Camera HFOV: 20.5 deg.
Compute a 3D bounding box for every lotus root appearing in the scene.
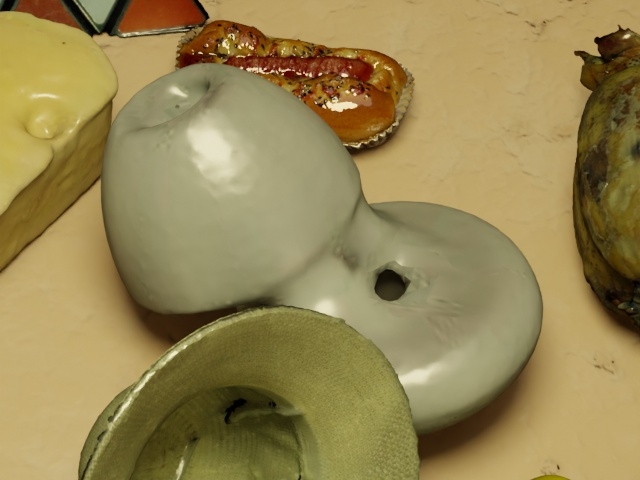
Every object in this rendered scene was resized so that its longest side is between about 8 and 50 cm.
[{"bbox_3d":[0.255,-0.055,1.317,0.154,0.154,0.278,1,48,-6],"label":"lotus root"}]

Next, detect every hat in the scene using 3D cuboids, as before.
[{"bbox_3d":[-0.073,0.153,1.107,0.257,0.257,0.130,-33,28,-28],"label":"hat"}]

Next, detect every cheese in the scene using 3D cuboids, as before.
[{"bbox_3d":[-0.347,-0.029,1.238,0.384,0.104,0.384,6,50,-7],"label":"cheese"}]

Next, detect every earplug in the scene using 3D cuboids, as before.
[{"bbox_3d":[-0.004,0.007,1.219,0.325,0.175,0.214,31,49,3],"label":"earplug"}]

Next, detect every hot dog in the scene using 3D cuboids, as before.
[{"bbox_3d":[-0.022,-0.124,1.398,0.191,0.059,0.108,10,47,4],"label":"hot dog"}]

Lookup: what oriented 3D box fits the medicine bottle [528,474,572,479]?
[{"bbox_3d":[0.076,0.232,1.083,0.212,0.122,0.122,-18,56,-19],"label":"medicine bottle"}]

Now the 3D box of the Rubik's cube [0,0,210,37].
[{"bbox_3d":[-0.237,-0.317,1.413,0.284,0.234,0.250,-4,52,-9],"label":"Rubik's cube"}]
